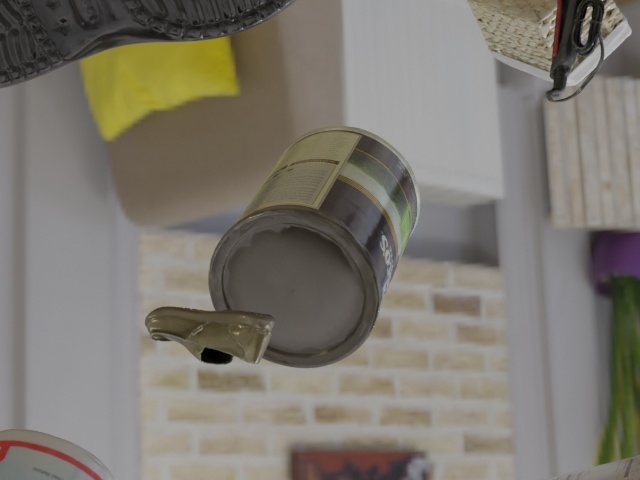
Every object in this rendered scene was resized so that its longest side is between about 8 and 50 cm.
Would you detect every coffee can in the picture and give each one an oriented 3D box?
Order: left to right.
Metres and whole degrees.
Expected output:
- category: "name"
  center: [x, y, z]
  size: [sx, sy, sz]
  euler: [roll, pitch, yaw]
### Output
- category: "coffee can"
  center: [0.000, 0.000, 1.701]
  size: [0.201, 0.202, 0.275]
  euler: [-6, -157, 17]

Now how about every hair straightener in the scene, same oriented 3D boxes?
- category: "hair straightener"
  center: [0.278, -0.257, 1.498]
  size: [0.047, 0.231, 0.089]
  euler: [19, 165, -23]

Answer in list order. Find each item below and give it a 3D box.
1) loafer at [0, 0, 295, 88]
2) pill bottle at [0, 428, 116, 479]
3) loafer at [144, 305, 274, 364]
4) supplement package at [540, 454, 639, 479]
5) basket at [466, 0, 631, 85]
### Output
- category: "loafer"
  center: [-0.181, -0.253, 1.301]
  size: [0.365, 0.134, 0.130]
  euler: [-14, -151, -2]
- category: "pill bottle"
  center: [-0.163, 0.179, 0.695]
  size: [0.087, 0.160, 0.087]
  euler: [8, 132, 9]
- category: "loafer"
  center: [-0.107, 0.089, 1.288]
  size: [0.148, 0.050, 0.056]
  euler: [-3, 167, 42]
- category: "supplement package"
  center: [0.242, 0.298, 1.134]
  size: [0.262, 0.199, 0.198]
  euler: [-18, 179, 16]
- category: "basket"
  center: [0.274, -0.275, 1.704]
  size: [0.167, 0.113, 0.103]
  euler: [35, 165, 53]
